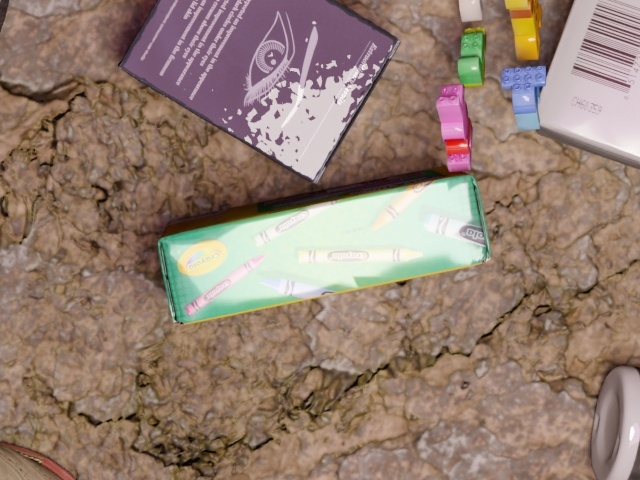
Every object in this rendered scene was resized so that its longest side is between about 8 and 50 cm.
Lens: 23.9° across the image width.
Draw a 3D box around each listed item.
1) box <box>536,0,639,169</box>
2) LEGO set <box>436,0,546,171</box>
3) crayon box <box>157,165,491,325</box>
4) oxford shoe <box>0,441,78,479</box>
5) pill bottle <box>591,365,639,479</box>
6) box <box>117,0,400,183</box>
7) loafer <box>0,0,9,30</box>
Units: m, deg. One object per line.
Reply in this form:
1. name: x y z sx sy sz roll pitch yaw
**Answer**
1. box: 0.304 -0.156 1.360 0.182 0.119 0.181 20 94 10
2. LEGO set: 0.152 -0.181 1.312 0.087 0.093 0.227 -3 55 15
3. crayon box: 0.000 0.000 1.355 0.278 0.165 0.081 -11 96 -1
4. oxford shoe: -0.326 0.235 1.379 0.348 0.130 0.123 36 93 -5
5. pill bottle: 0.370 0.189 1.416 0.208 0.119 0.119 8 95 -4
6. box: -0.055 -0.166 1.365 0.207 0.108 0.153 32 93 -6
7. loafer: -0.362 -0.306 1.345 0.134 0.130 0.366 -8 106 -47
